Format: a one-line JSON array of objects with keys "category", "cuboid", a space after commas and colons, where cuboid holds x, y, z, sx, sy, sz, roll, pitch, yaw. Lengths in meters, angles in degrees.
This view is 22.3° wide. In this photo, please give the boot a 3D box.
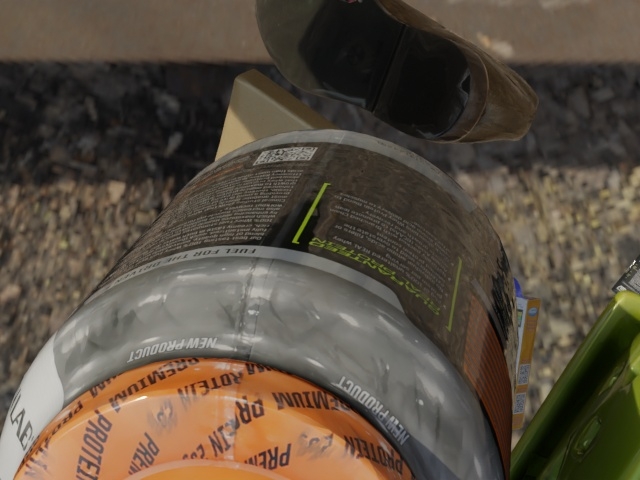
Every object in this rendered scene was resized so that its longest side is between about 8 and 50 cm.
[{"category": "boot", "cuboid": [0.056, -0.157, 1.352, 0.115, 0.305, 0.112, 8, 113, -44]}]

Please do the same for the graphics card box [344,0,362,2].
[{"category": "graphics card box", "cuboid": [-0.160, -0.242, 0.822, 0.370, 0.233, 0.094, 8, 124, -17]}]

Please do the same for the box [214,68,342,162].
[{"category": "box", "cuboid": [0.000, 0.000, 1.112, 0.201, 0.021, 0.164, 37, 129, 27]}]

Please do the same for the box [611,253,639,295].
[{"category": "box", "cuboid": [0.247, 0.033, 1.084, 0.067, 0.083, 0.018, -52, 153, 4]}]

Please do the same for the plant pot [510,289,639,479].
[{"category": "plant pot", "cuboid": [0.198, 0.168, 0.820, 0.227, 0.207, 0.228, 29, 99, -10]}]

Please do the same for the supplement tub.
[{"category": "supplement tub", "cuboid": [-0.016, 0.075, 0.676, 0.193, 0.316, 0.194, 2, 106, 8]}]

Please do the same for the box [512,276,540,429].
[{"category": "box", "cuboid": [0.153, 0.097, 1.475, 0.081, 0.028, 0.136, 12, 94, 36]}]
